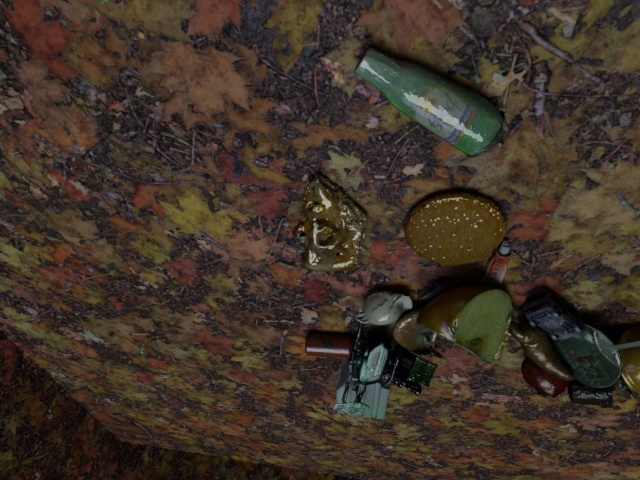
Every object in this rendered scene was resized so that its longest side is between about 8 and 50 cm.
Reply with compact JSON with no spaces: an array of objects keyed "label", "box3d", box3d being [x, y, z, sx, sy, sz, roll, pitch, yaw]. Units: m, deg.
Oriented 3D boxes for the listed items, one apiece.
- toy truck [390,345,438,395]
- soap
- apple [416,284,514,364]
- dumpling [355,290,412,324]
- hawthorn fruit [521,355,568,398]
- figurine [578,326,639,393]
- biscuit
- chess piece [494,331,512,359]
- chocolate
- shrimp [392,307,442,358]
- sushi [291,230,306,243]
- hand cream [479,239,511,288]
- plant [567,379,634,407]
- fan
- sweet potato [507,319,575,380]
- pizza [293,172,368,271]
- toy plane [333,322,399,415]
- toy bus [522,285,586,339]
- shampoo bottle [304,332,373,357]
[{"label":"toy truck","box3d":[0.292,0.442,1.530,0.088,0.121,0.259,27,171,-6]},{"label":"soap","box3d":[0.167,0.580,1.774,0.208,0.115,0.347,4,138,7]},{"label":"apple","box3d":[0.425,0.238,1.289,0.254,0.179,0.346,-20,144,33]},{"label":"dumpling","box3d":[0.198,0.210,1.376,0.188,0.108,0.127,-30,151,21]},{"label":"hawthorn fruit","box3d":[0.750,0.422,1.463,0.172,0.148,0.148,-44,119,10]},{"label":"figurine","box3d":[0.899,0.365,1.322,0.257,0.167,0.192,-29,99,39]},{"label":"biscuit","box3d":[0.335,-0.027,1.125,0.254,0.035,0.254,6,139,5]},{"label":"chess piece","box3d":[0.582,0.314,1.430,0.060,0.060,0.172,10,136,2]},{"label":"chocolate","box3d":[0.201,-0.269,0.847,0.291,0.110,0.110,26,137,-12]},{"label":"shrimp","box3d":[0.345,0.307,1.460,0.168,0.077,0.317,-33,136,15]},{"label":"sushi","box3d":[0.000,0.000,1.240,0.120,0.026,0.126,-26,126,34]},{"label":"hand cream","box3d":[0.475,0.074,1.209,0.052,0.038,0.216,27,149,26]},{"label":"plant","box3d":[0.915,0.468,1.462,0.203,0.131,0.142,-2,139,17]},{"label":"fan","box3d":[0.801,0.340,1.288,0.294,0.012,0.223,8,119,56]},{"label":"sweet potato","box3d":[0.656,0.311,1.357,0.098,0.124,0.310,-37,116,18]},{"label":"pizza","box3d":[0.025,-0.034,1.146,0.189,0.071,0.297,5,124,4]},{"label":"toy plane","box3d":[0.159,0.452,1.539,0.155,0.106,0.381,12,110,-5]},{"label":"toy bus","box3d":[0.658,0.208,1.266,0.178,0.098,0.087,30,137,-23]},{"label":"shampoo bottle","box3d":[0.069,0.376,1.601,0.244,0.085,0.085,-1,137,10]}]
